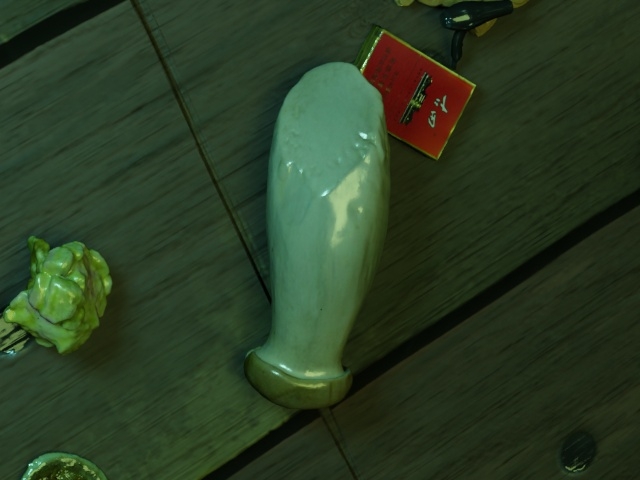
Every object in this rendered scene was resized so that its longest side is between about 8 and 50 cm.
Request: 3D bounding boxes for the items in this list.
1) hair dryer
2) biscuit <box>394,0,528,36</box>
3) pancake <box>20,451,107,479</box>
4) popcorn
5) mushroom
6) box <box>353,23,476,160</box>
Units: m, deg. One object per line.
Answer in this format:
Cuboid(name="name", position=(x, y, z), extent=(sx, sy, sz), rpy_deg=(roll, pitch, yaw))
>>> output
Cuboid(name="hair dryer", position=(0.153, -0.210, 1.943), extent=(0.079, 0.031, 0.083), rpy_deg=(-12, 141, -23))
Cuboid(name="biscuit", position=(0.179, -0.301, 1.946), extent=(0.250, 0.035, 0.162), rpy_deg=(-29, 120, -20))
Cuboid(name="pancake", position=(-0.257, 0.259, 1.876), extent=(0.108, 0.017, 0.108), rpy_deg=(-5, 103, -25))
Cuboid(name="popcorn", position=(-0.243, 0.051, 1.789), extent=(0.097, 0.089, 0.109), rpy_deg=(-50, 139, -49))
Cuboid(name="mushroom", position=(0.000, 0.000, 1.882), extent=(0.128, 0.128, 0.350), rpy_deg=(2, 107, -29))
Cuboid(name="box", position=(0.086, -0.150, 1.941), extent=(0.133, 0.023, 0.090), rpy_deg=(29, 91, -31))
